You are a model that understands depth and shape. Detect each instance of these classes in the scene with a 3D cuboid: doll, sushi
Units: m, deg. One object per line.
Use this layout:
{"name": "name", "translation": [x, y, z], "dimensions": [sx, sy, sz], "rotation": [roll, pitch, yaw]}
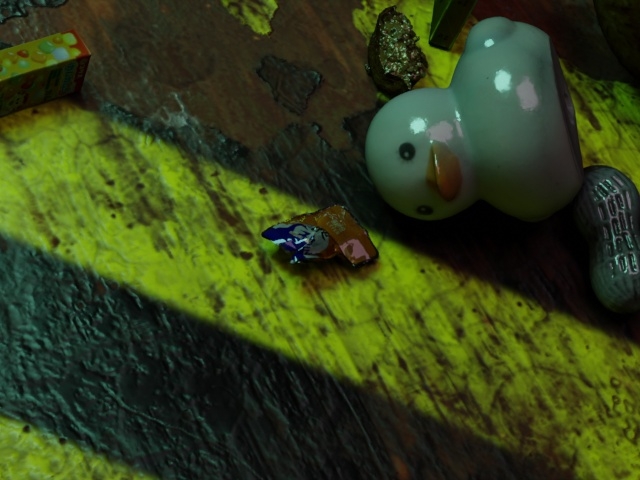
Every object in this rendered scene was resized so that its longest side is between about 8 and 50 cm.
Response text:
{"name": "doll", "translation": [0.151, -0.106, 1.700], "dimensions": [0.221, 0.221, 0.251], "rotation": [23, 28, -2]}
{"name": "sushi", "translation": [0.081, -0.200, 1.801], "dimensions": [0.061, 0.060, 0.118], "rotation": [-6, 58, -29]}

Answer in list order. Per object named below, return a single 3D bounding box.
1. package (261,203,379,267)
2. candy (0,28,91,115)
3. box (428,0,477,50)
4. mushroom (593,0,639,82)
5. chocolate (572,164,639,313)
{"name": "package", "translation": [-0.001, 0.001, 1.644], "dimensions": [0.110, 0.033, 0.077], "rotation": [-13, 36, -42]}
{"name": "candy", "translation": [-0.287, -0.159, 1.641], "dimensions": [0.122, 0.062, 0.038], "rotation": [-22, 66, -31]}
{"name": "box", "translation": [0.167, -0.312, 1.828], "dimensions": [0.030, 0.193, 0.121], "rotation": [18, 51, -9]}
{"name": "mushroom", "translation": [0.429, -0.311, 1.895], "dimensions": [0.331, 0.334, 0.356], "rotation": [10, 10, -42]}
{"name": "chocolate", "translation": [0.297, -0.003, 1.717], "dimensions": [0.072, 0.072, 0.167], "rotation": [1, 61, -19]}
